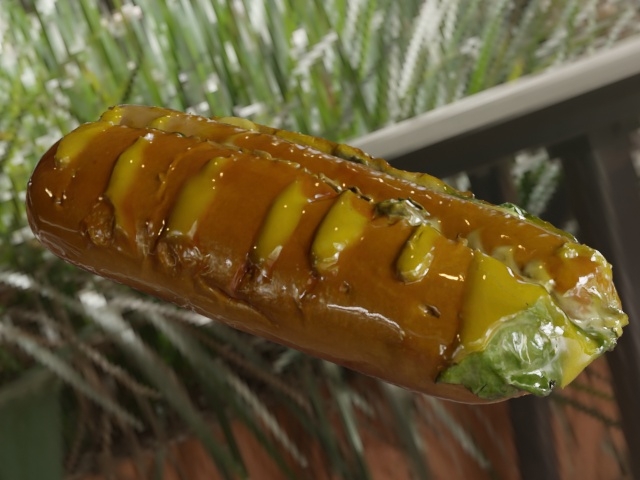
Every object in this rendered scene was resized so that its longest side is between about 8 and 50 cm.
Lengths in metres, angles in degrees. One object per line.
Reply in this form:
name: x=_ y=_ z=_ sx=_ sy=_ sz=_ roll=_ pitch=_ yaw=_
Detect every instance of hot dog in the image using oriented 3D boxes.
hot dog: x=0.000 y=0.000 z=0.648 sx=0.269 sy=0.072 sz=0.115 roll=17 pitch=17 yaw=26
